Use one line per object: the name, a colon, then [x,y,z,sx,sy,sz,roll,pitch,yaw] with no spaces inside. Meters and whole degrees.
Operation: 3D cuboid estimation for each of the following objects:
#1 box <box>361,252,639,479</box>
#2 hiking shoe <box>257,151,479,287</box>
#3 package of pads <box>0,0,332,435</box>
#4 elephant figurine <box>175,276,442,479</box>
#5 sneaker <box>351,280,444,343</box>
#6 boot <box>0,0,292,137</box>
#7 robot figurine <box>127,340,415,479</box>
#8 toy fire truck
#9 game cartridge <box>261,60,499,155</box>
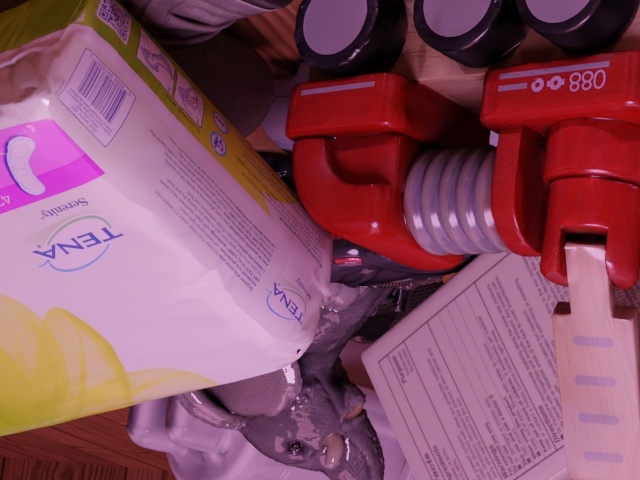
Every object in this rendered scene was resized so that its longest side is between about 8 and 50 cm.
box: [0.174,0.050,1.173,0.121,0.148,0.311,-9,157,-41]
hiking shoe: [0.000,0.000,1.246,0.227,0.086,0.114,4,163,13]
package of pads: [-0.168,0.003,1.068,0.296,0.101,0.229,-16,133,33]
elephant figurine: [-0.023,0.083,1.408,0.169,0.239,0.186,10,-158,-34]
sneaker: [0.046,0.029,1.558,0.130,0.087,0.227,3,162,44]
boot: [-0.072,-0.114,1.058,0.161,0.083,0.246,-12,159,39]
robot figurine: [-0.014,0.175,1.951,0.353,0.199,0.300,16,169,-32]
toy fire truck: [0.097,-0.009,1.026,0.217,0.246,0.158,-4,162,38]
game cartridge: [0.121,-0.050,1.270,0.198,0.062,0.297,3,167,35]
